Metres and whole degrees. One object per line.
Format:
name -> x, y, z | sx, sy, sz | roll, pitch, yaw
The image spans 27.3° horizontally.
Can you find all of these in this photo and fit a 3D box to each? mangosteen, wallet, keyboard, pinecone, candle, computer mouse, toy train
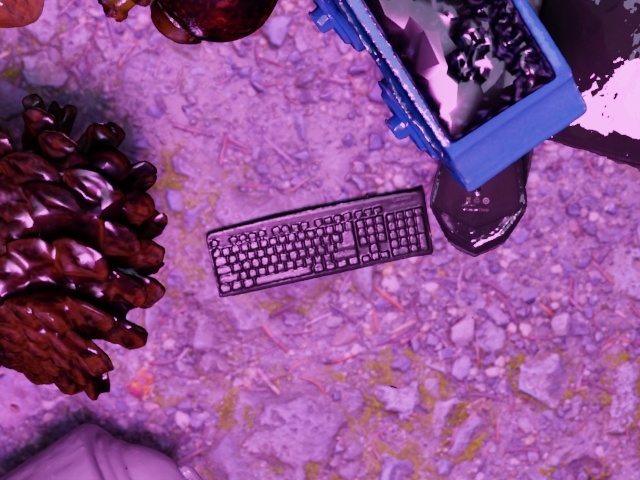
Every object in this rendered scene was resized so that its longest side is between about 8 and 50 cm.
mangosteen -> -0.121, -0.282, 1.309 | 0.184, 0.172, 0.172 | 21, 104, 13
wallet -> 0.340, -0.264, 1.402 | 0.197, 0.051, 0.378 | 16, 105, 12
keyboard -> 0.000, 0.000, 1.476 | 0.250, 0.017, 0.087 | -11, 108, -4
pinecone -> -0.282, 0.002, 1.317 | 0.298, 0.242, 0.296 | 7, 85, 31
candle -> -0.274, 0.332, 1.434 | 0.342, 0.221, 0.221 | -34, 107, -1
computer mouse -> 0.180, -0.077, 1.450 | 0.105, 0.062, 0.192 | 5, 87, 13
toy train -> 0.109, -0.216, 1.294 | 0.188, 0.265, 0.300 | -35, 100, 3

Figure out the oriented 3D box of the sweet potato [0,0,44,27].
sweet potato -> -0.395, -0.282, 1.305 | 0.251, 0.097, 0.097 | 19, 103, -11
